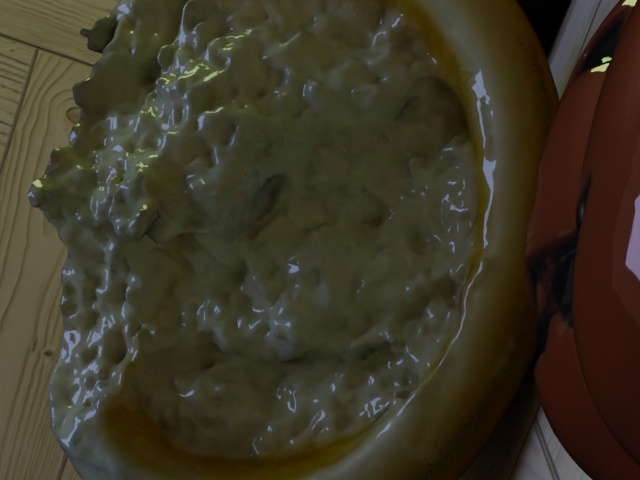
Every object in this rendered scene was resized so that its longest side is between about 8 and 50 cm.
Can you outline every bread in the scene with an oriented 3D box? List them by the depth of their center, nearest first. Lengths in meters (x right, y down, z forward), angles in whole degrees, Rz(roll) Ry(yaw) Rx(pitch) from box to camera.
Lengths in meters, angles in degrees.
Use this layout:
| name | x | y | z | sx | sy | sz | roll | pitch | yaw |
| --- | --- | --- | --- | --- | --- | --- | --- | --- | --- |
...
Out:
| name | x | y | z | sx | sy | sz | roll | pitch | yaw |
| --- | --- | --- | --- | --- | --- | --- | --- | --- | --- |
| bread | -0.021 | -0.002 | 1.078 | 0.245 | 0.329 | 0.424 | 145 | 137 | -80 |

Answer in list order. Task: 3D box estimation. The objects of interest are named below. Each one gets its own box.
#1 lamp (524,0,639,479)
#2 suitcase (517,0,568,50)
| name | x | y | z | sx | sy | sz | roll | pitch | yaw |
| --- | --- | --- | --- | --- | --- | --- | --- | --- | --- |
| lamp | 0.140 | -0.003 | 0.354 | 0.187 | 0.188 | 0.163 | 129 | 159 | -73 |
| suitcase | 0.104 | -0.215 | 1.411 | 0.335 | 0.152 | 0.229 | -89 | 17 | -69 |
